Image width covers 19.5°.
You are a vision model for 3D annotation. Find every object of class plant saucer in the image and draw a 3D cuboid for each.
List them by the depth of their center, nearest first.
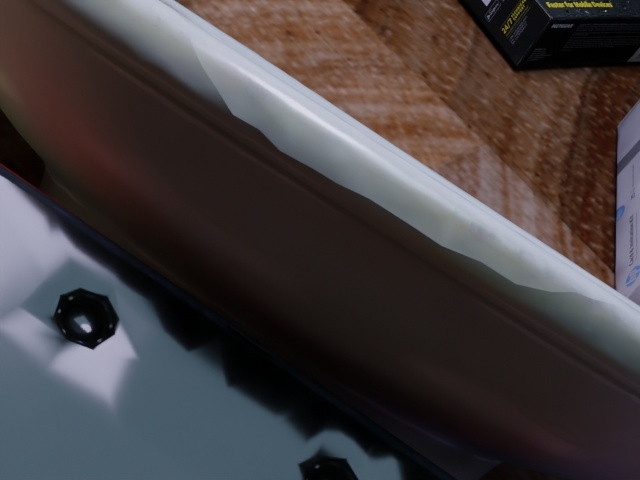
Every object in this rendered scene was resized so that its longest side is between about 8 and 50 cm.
[{"bbox_3d":[0.000,0.000,0.752,0.400,0.100,0.400,33,5,-3],"label":"plant saucer"}]

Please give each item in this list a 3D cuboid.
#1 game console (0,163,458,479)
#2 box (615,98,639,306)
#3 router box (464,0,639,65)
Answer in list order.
[{"bbox_3d":[-0.102,0.154,0.534,0.386,0.060,0.342,34,57,-3],"label":"game console"},{"bbox_3d":[0.241,0.006,1.083,0.145,0.038,0.186,28,35,-12],"label":"box"},{"bbox_3d":[0.156,-0.175,1.211,0.179,0.046,0.133,-7,53,-45],"label":"router box"}]
